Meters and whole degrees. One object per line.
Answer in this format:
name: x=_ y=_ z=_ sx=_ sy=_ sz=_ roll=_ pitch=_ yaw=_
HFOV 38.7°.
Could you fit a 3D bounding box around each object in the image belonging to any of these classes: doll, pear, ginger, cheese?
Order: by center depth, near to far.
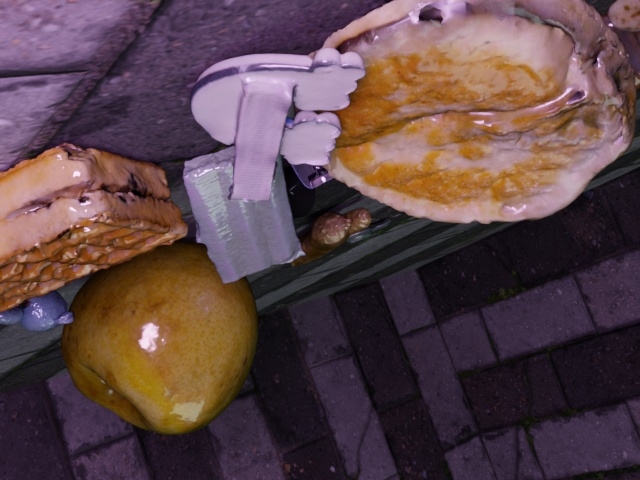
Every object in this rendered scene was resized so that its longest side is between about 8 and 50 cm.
doll: x=-0.444 y=0.085 z=1.294 sx=0.179 sy=0.075 sz=0.120 roll=14 pitch=-170 yaw=-42
pear: x=-0.231 y=0.142 z=1.401 sx=0.303 sy=0.304 sz=0.304 roll=-20 pitch=172 yaw=-3
ginger: x=-0.001 y=-0.004 z=1.789 sx=0.117 sy=0.065 sz=0.299 roll=-12 pitch=173 yaw=-24
cheese: x=0.102 y=-0.019 z=2.075 sx=0.120 sy=0.026 sz=0.067 roll=-18 pitch=173 yaw=-19

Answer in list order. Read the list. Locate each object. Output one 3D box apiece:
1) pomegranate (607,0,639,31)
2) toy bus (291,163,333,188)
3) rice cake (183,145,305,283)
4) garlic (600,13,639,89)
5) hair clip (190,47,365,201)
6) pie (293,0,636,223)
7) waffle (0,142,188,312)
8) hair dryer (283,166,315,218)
pomegranate: x=0.307 y=-0.212 z=0.658 sx=0.242 sy=0.243 sz=0.306 roll=-14 pitch=-164 yaw=-38
toy bus: x=0.044 y=-0.123 z=1.025 sx=0.167 sy=0.073 sz=0.076 roll=-26 pitch=-179 yaw=27
rice cake: x=-0.092 y=-0.029 z=1.107 sx=0.127 sy=0.043 sz=0.237 roll=-17 pitch=145 yaw=-2
garlic: x=0.222 y=-0.161 z=1.005 sx=0.112 sy=0.143 sz=0.318 roll=-40 pitch=-173 yaw=-37
hair clip: x=-0.048 y=-0.105 z=0.818 sx=0.140 sy=0.054 sz=0.220 roll=8 pitch=155 yaw=-6
pie: x=0.139 y=-0.122 z=0.875 sx=0.338 sy=0.077 sz=0.339 roll=1 pitch=149 yaw=1
waffle: x=-0.318 y=0.005 z=0.937 sx=0.307 sy=0.091 sz=0.213 roll=-23 pitch=171 yaw=13
hair dryer: x=-0.013 y=-0.093 z=1.142 sx=0.114 sy=0.071 sz=0.248 roll=-13 pitch=166 yaw=-44
